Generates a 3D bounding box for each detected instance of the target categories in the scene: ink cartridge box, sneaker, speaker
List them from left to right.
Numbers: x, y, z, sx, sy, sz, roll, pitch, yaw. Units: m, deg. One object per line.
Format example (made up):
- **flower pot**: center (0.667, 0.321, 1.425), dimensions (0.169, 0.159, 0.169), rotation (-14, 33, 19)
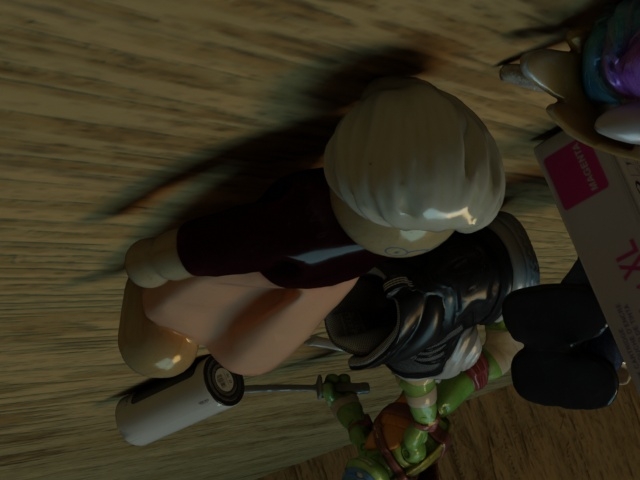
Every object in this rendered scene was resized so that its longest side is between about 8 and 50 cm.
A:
- **speaker**: center (-0.139, 0.158, 1.525), dimensions (0.136, 0.055, 0.055), rotation (-27, 167, 38)
- **sneaker**: center (0.065, 0.061, 1.292), dimensions (0.153, 0.101, 0.268), rotation (-14, 162, -23)
- **ink cartridge box**: center (0.281, 0.003, 1.119), dimensions (0.065, 0.185, 0.311), rotation (-30, 165, 36)

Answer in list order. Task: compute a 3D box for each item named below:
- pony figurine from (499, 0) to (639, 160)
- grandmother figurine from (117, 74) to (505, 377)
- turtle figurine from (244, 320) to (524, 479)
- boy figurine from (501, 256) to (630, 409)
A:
- **pony figurine**: center (0.311, -0.021, 0.817), dimensions (0.351, 0.302, 0.363), rotation (20, -178, 41)
- **grandmother figurine**: center (0.000, 0.000, 0.872), dimensions (0.208, 0.104, 0.342), rotation (-23, 175, -27)
- **turtle figurine**: center (0.082, 0.144, 1.718), dimensions (0.266, 0.275, 0.197), rotation (-35, 158, -37)
- **boy figurine**: center (0.233, 0.016, 1.225), dimensions (0.092, 0.177, 0.285), rotation (-1, -156, 28)
